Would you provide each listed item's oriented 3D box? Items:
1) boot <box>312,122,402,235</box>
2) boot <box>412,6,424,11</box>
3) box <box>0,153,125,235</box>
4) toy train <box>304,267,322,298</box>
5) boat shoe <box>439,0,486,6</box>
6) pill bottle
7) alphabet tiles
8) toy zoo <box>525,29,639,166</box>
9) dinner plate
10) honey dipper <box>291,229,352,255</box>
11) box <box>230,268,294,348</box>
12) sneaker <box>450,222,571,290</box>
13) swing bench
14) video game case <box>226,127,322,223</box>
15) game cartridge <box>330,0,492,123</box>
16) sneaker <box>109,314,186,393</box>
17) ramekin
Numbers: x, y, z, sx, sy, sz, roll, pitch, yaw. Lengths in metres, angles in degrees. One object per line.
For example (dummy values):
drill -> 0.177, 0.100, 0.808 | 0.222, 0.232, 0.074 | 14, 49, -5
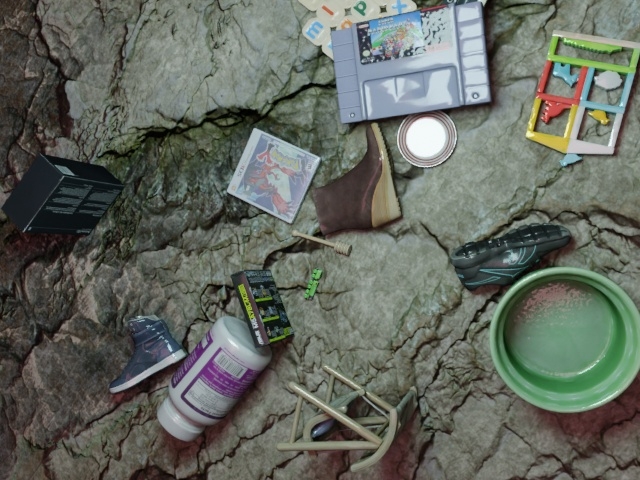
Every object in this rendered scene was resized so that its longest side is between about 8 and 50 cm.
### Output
boot -> 0.075, -0.145, 1.657 | 0.207, 0.090, 0.248 | -11, 89, 15
boot -> 0.226, -0.434, 1.629 | 0.152, 0.073, 0.197 | 43, 113, 15
box -> -0.669, -0.114, 1.806 | 0.103, 0.261, 0.184 | 40, 100, 15
toy train -> -0.018, 0.110, 1.721 | 0.024, 0.017, 0.083 | 21, 95, 6
boat shoe -> 0.364, -0.657, 1.560 | 0.113, 0.127, 0.339 | 22, 105, 5
pill bottle -> -0.272, 0.350, 1.718 | 0.169, 0.169, 0.301 | 42, 101, 14
alphabet tiles -> 0.088, -0.587, 1.700 | 0.278, 0.021, 0.284 | 42, 101, 14
toy zoo -> 0.578, -0.308, 1.532 | 0.193, 0.030, 0.293 | 16, 93, 17
dinner plate -> 0.254, -0.245, 1.642 | 0.141, 0.017, 0.141 | -1, 88, 18
honey dipper -> 0.000, 0.000, 1.711 | 0.161, 0.030, 0.030 | 18, 94, 19
box -> -0.138, 0.161, 1.668 | 0.045, 0.191, 0.184 | -20, 84, 14
sneaker -> 0.433, 0.036, 1.553 | 0.268, 0.101, 0.106 | -16, 109, 14
swing bench -> 0.072, 0.404, 1.562 | 0.255, 0.253, 0.165 | 11, 93, 18
video game case -> -0.120, -0.166, 1.756 | 0.201, 0.023, 0.183 | 26, 97, 16
game cartridge -> 0.203, -0.404, 1.576 | 0.355, 0.068, 0.230 | -5, 100, 22
sneaker -> -0.491, 0.293, 1.823 | 0.226, 0.086, 0.163 | -31, 91, 5
ramekin -> 0.513, 0.197, 1.463 | 0.304, 0.148, 0.303 | 1, 96, 12
